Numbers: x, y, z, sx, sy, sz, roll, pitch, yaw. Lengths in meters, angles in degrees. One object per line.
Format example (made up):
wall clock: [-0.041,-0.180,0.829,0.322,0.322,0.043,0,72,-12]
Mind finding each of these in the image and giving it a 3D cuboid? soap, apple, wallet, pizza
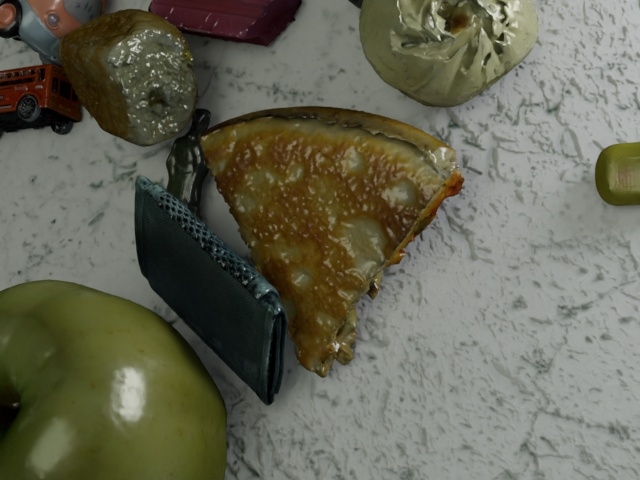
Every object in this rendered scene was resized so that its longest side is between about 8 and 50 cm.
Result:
soap: [-0.158,-0.411,1.744,0.250,0.099,0.162,16,89,28]
apple: [-0.362,0.290,1.557,0.474,0.474,0.473,-4,80,26]
soap: [0.444,-0.092,1.423,0.140,0.045,0.088,-3,84,25]
wallet: [-0.166,0.070,1.618,0.075,0.237,0.342,-31,56,-28]
pizza: [0.000,0.000,1.598,0.440,0.130,0.406,10,100,29]

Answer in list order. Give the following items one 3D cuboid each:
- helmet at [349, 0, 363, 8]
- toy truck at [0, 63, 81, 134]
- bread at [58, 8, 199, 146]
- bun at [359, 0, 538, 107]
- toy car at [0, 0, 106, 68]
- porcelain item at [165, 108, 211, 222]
helmet: [0.093,-0.450,1.615,0.153,0.107,0.176,5,116,-3]
toy truck: [-0.566,-0.253,1.920,0.253,0.107,0.114,-2,80,25]
bread: [-0.296,-0.272,1.725,0.176,0.195,0.246,-34,32,-22]
bun: [0.177,-0.320,1.498,0.259,0.152,0.259,0,94,5]
toy car: [-0.502,-0.449,1.888,0.270,0.180,0.212,41,91,26]
porcelain item: [-0.223,-0.115,1.747,0.081,0.069,0.215,9,87,34]
